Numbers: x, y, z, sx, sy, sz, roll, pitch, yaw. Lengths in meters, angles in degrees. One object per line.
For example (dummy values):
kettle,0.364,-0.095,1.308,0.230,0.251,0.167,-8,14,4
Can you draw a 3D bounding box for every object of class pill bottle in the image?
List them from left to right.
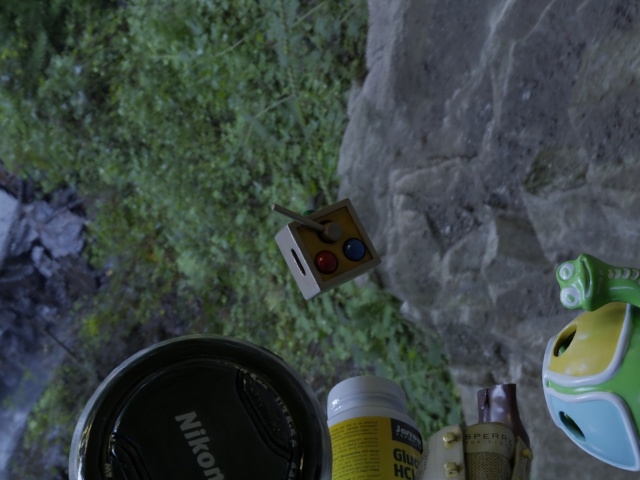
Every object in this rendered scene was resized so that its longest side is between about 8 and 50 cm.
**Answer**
pill bottle,0.085,0.401,1.515,0.188,0.334,0.188,-1,135,-1

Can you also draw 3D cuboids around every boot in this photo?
boot,0.119,0.210,0.639,0.095,0.203,0.262,17,140,-1
boot,0.347,0.414,1.859,0.090,0.207,0.248,5,156,-22

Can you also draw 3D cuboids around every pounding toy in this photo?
pounding toy,0.000,0.000,1.344,0.141,0.130,0.100,63,156,6

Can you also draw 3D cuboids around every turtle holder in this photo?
turtle holder,0.424,0.185,1.247,0.227,0.243,0.320,-4,153,32

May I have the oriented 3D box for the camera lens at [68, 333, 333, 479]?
camera lens,-0.105,0.227,0.847,0.219,0.219,0.274,26,154,9
